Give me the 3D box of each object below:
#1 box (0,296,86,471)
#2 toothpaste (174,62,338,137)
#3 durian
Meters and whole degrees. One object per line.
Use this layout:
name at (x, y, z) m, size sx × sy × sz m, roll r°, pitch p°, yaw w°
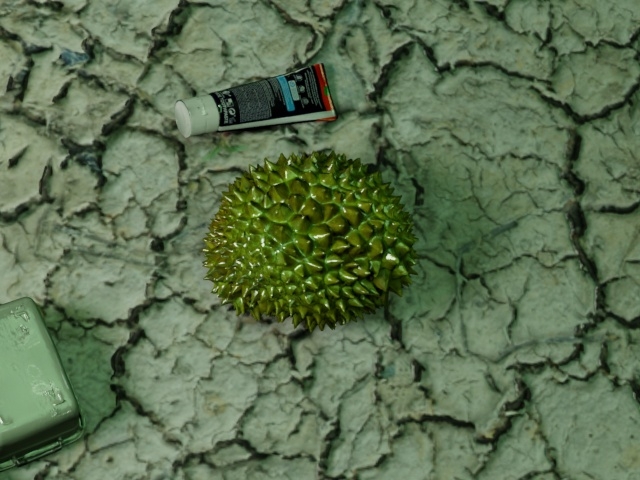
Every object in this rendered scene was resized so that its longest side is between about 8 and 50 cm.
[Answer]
box at (-0.324, 0.144, 1.745) m, size 0.124 × 0.093 × 0.172 m, roll -22°, pitch 78°, yaw -20°
toothpaste at (-0.072, -0.157, 1.945) m, size 0.193 × 0.045 × 0.071 m, roll -14°, pitch 84°, yaw -25°
durian at (-0.003, 0.000, 1.843) m, size 0.237 × 0.176 × 0.200 m, roll -3°, pitch 92°, yaw -27°
